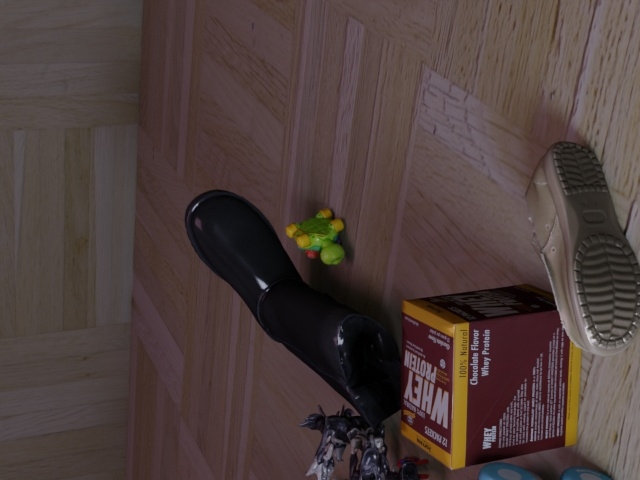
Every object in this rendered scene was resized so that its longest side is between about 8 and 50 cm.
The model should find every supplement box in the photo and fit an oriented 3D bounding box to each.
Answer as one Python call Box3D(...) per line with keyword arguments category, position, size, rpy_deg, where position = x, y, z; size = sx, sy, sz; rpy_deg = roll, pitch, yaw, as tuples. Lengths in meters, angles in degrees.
Box3D(category="supplement box", position=(0.219, 0.170, 1.421), size=(0.129, 0.194, 0.191), rpy_deg=(-156, 62, -62))

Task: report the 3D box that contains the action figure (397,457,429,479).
Box3D(category="action figure", position=(0.151, 0.378, 1.818), size=(0.115, 0.030, 0.038), rpy_deg=(151, 117, -69))

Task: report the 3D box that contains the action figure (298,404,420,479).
Box3D(category="action figure", position=(0.056, 0.365, 1.828), size=(0.276, 0.164, 0.140), rpy_deg=(-150, 72, -67))

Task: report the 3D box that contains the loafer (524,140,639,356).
Box3D(category="loafer", position=(0.310, 0.015, 1.314), size=(0.092, 0.102, 0.268), rpy_deg=(130, 139, -60))

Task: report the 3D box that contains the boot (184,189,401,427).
Box3D(category="boot", position=(-0.047, 0.103, 1.916), size=(0.367, 0.146, 0.445), rpy_deg=(52, 173, -27))

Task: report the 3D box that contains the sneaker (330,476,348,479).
Box3D(category="sneaker", position=(0.009, 0.532, 2.106), size=(0.262, 0.099, 0.121), rpy_deg=(-48, 45, 49))

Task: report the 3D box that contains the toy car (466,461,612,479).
Box3D(category="toy car", position=(0.242, 0.366, 1.436), size=(0.238, 0.210, 0.219), rpy_deg=(-128, 46, -69))

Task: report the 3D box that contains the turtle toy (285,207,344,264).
Box3D(category="turtle toy", position=(0.000, 0.000, 2.005), size=(0.130, 0.095, 0.066), rpy_deg=(43, 154, 54))
